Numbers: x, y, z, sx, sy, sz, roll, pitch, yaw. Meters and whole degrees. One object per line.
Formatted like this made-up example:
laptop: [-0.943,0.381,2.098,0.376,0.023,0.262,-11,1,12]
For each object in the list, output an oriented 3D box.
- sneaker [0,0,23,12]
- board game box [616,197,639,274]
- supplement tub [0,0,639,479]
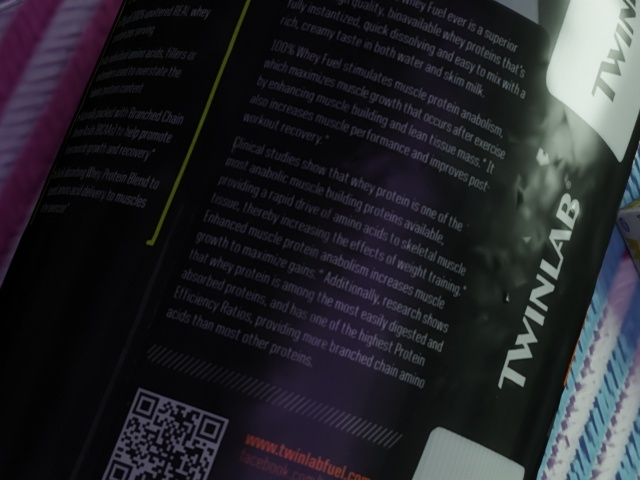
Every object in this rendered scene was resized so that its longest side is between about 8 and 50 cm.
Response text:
sneaker: [-0.165,-0.062,0.314,0.169,0.108,0.292,-14,54,2]
board game box: [0.239,0.030,0.632,0.103,0.026,0.154,-30,99,-24]
supplement tub: [0.000,0.000,0.426,0.207,0.207,0.338,25,77,-21]
